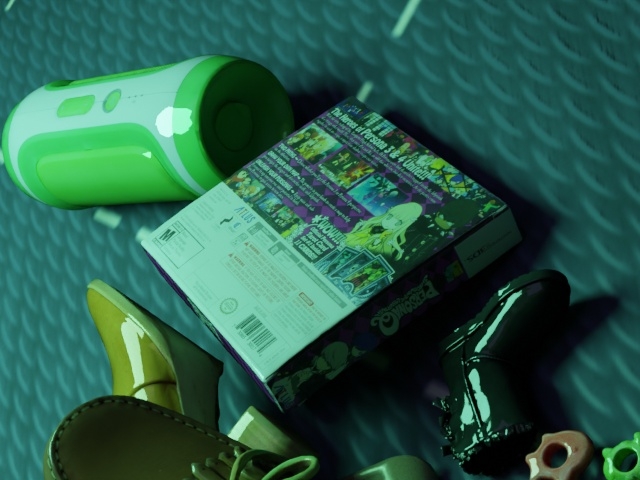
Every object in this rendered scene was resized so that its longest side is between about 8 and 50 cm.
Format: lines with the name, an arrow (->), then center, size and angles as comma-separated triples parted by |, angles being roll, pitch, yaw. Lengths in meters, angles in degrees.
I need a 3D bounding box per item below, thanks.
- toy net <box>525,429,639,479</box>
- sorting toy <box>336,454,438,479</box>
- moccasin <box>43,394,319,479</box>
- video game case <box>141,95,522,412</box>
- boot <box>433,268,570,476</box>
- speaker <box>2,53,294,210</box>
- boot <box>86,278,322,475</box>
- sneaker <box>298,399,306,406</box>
toy net -> 0.095, 0.170, 0.928 | 0.232, 0.045, 0.122 | -9, 57, 33
sorting toy -> -0.011, 0.309, 0.987 | 0.229, 0.041, 0.307 | -25, 48, 29
moccasin -> -0.018, 0.199, 0.867 | 0.139, 0.147, 0.380 | -35, 54, -26
video game case -> 0.000, 0.000, 1.126 | 0.210, 0.042, 0.232 | -36, 36, -10
boot -> 0.122, 0.088, 0.986 | 0.121, 0.045, 0.099 | -41, 37, 32
speaker -> -0.159, -0.092, 1.356 | 0.296, 0.131, 0.131 | -1, 64, 47
boot -> -0.143, 0.169, 1.100 | 0.211, 0.104, 0.295 | -53, 44, 0
sneaker -> -0.019, 0.054, 1.170 | 0.073, 0.063, 0.162 | -31, 45, 3
